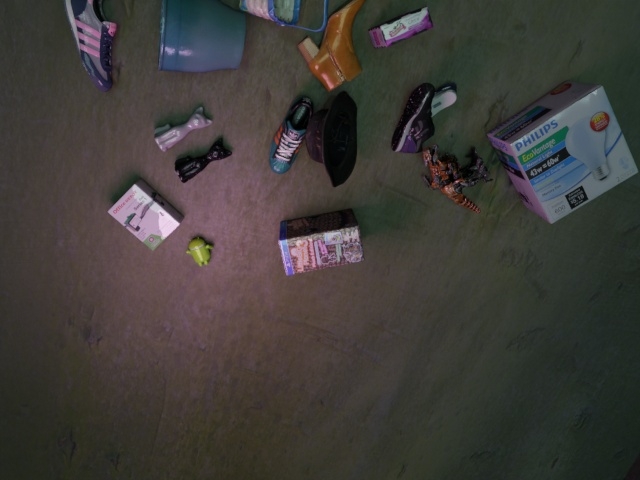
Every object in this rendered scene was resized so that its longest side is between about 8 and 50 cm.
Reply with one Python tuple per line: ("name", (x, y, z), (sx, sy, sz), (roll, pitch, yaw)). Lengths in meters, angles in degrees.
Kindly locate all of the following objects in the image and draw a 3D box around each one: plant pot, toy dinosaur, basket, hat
("plant pot", (-0.380, -0.664, 1.580), (0.256, 0.271, 0.271), (3, 110, -20))
("toy dinosaur", (0.519, -0.241, 1.870), (0.219, 0.164, 0.322), (-31, 134, 22))
("basket", (-0.100, -0.808, 1.549), (0.289, 0.201, 0.254), (18, 112, 23))
("hat", (0.024, -0.357, 1.731), (0.134, 0.331, 0.330), (10, 112, 22))

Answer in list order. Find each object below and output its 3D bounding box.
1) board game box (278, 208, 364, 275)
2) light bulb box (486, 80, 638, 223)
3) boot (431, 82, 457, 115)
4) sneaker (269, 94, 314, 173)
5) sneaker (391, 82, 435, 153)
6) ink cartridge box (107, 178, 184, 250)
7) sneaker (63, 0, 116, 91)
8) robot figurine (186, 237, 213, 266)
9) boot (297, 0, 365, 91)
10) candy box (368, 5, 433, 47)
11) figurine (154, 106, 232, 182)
("board game box", (0.000, 0.000, 1.854), (0.291, 0.232, 0.140), (-11, 110, 0))
("light bulb box", (0.873, -0.324, 1.796), (0.358, 0.225, 0.361), (-34, 110, 9))
("boot", (0.409, -0.501, 1.789), (0.190, 0.086, 0.069), (-19, 123, 33))
("sneaker", (-0.110, -0.374, 1.767), (0.108, 0.121, 0.301), (20, 108, -10))
("sneaker", (0.362, -0.432, 1.761), (0.124, 0.107, 0.283), (9, 140, -13))
("ink cartridge box", (-0.653, -0.098, 1.848), (0.160, 0.092, 0.219), (-43, 108, 11))
("sneaker", (-0.729, -0.660, 1.627), (0.131, 0.112, 0.318), (-11, 112, 3))
("robot figurine", (-0.472, 0.042, 1.925), (0.101, 0.067, 0.115), (-15, 111, 14))
("boot", (0.087, -0.673, 1.691), (0.295, 0.104, 0.211), (-37, 114, 15))
("candy box", (0.257, -0.695, 1.614), (0.159, 0.233, 0.071), (-22, 110, 3))
("figurine", (-0.460, -0.350, 1.781), (0.210, 0.092, 0.214), (-29, 109, -1))
